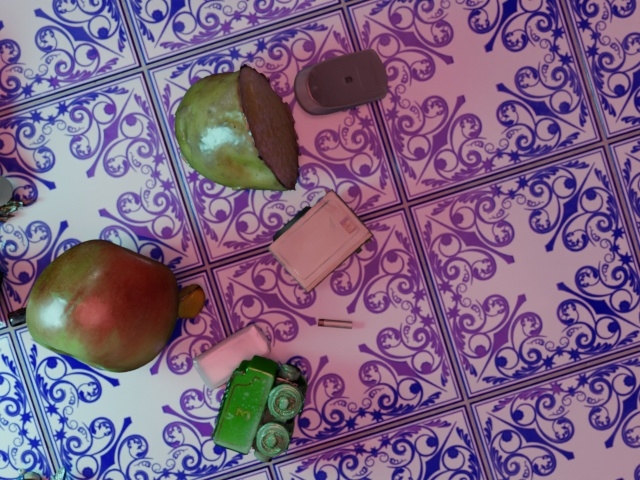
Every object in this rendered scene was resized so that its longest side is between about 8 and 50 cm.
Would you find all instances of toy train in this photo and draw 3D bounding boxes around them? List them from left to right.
[{"bbox_3d":[-0.138,0.389,1.863,0.188,0.132,0.243,20,100,0],"label":"toy train"}]

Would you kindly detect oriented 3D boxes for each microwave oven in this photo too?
[{"bbox_3d":[0.000,0.000,1.859,0.205,0.129,0.163,-41,89,1],"label":"microwave oven"}]

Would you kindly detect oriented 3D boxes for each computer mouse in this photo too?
[{"bbox_3d":[0.047,-0.369,1.876,0.231,0.079,0.128,-14,95,-15],"label":"computer mouse"}]

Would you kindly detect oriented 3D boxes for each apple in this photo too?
[{"bbox_3d":[-0.474,0.141,1.780,0.319,0.319,0.277,21,74,-1],"label":"apple"}]

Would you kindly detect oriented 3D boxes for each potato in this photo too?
[{"bbox_3d":[-0.209,-0.233,1.814,0.237,0.301,0.289,-15,58,20],"label":"potato"}]

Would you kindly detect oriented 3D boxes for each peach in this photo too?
[{"bbox_3d":[-0.316,0.141,1.903,0.077,0.050,0.083,10,102,-23],"label":"peach"}]

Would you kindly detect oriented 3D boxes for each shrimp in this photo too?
[{"bbox_3d":[-0.789,-0.083,1.889,0.233,0.079,0.090,-8,80,-9],"label":"shrimp"}]

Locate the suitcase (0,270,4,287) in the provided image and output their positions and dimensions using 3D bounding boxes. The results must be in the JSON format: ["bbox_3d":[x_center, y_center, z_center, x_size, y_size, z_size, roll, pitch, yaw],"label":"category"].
[{"bbox_3d":[-0.952,0.103,1.793,0.434,0.283,0.194,10,89,-1],"label":"suitcase"}]

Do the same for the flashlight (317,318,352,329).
[{"bbox_3d":[0.035,0.201,1.920,0.083,0.018,0.018,5,94,0],"label":"flashlight"}]

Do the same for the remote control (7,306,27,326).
[{"bbox_3d":[-0.708,0.179,1.925,0.096,0.014,0.039,-18,92,0],"label":"remote control"}]

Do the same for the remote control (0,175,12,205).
[{"bbox_3d":[-0.815,-0.126,1.790,0.245,0.022,0.077,9,92,-41],"label":"remote control"}]

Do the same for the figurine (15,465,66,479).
[{"bbox_3d":[-0.656,0.666,1.900,0.164,0.121,0.262,-14,75,-6],"label":"figurine"}]

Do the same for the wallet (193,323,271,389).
[{"bbox_3d":[-0.209,0.278,1.917,0.190,0.033,0.095,-30,93,2],"label":"wallet"}]
